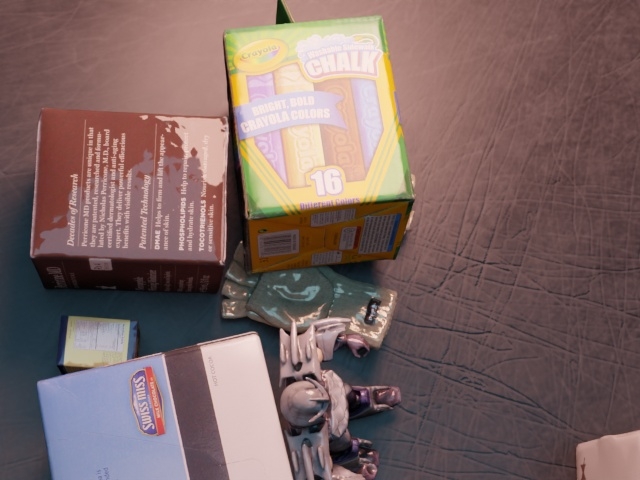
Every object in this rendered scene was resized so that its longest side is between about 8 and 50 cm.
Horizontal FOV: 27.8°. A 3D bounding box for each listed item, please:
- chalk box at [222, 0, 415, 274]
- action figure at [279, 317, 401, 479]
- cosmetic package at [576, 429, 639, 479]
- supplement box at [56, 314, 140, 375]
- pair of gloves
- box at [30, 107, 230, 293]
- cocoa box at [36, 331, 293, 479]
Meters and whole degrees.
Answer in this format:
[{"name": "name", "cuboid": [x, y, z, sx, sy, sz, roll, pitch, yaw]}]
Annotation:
[{"name": "chalk box", "cuboid": [-0.011, -0.132, 1.437, 0.179, 0.180, 0.288, -5, 69, -5]}, {"name": "action figure", "cuboid": [0.016, 0.177, 1.336, 0.099, 0.285, 0.185, 2, 76, 11]}, {"name": "cosmetic package", "cuboid": [0.531, 0.292, 1.403, 0.454, 0.230, 0.161, 2, 77, -6]}, {"name": "supplement box", "cuboid": [-0.243, 0.119, 1.423, 0.083, 0.083, 0.056, 5, 76, -5]}, {"name": "pair of gloves", "cuboid": [0.000, 0.000, 1.503, 0.204, 0.042, 0.240, 11, 69, 2]}, {"name": "box", "cuboid": [-0.206, -0.039, 1.423, 0.203, 0.168, 0.167, 2, 77, -6]}, {"name": "cocoa box", "cuboid": [-0.134, 0.305, 1.291, 0.228, 0.231, 0.347, -12, 69, -8]}]
